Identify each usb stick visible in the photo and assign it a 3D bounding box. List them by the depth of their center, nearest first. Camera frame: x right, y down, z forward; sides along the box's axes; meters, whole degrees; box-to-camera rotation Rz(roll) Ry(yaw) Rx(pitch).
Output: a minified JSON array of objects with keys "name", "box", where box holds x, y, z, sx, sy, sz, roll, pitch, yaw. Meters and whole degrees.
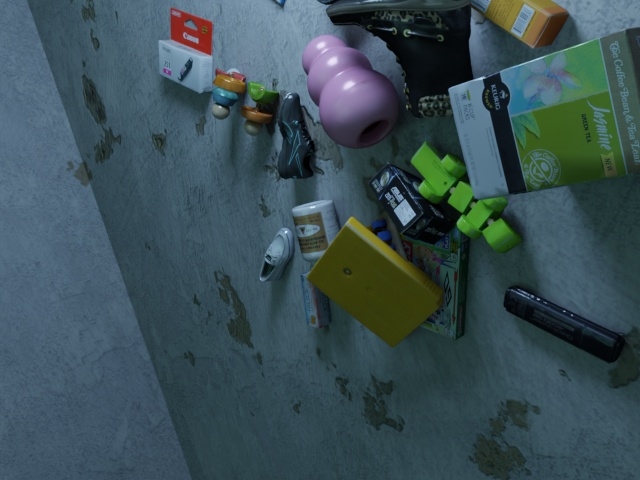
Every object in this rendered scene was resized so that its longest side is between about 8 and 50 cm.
[{"name":"usb stick","box":[0.544,0.186,1.411,0.278,0.045,0.077,28,132,38]}]

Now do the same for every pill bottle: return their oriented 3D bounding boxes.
[{"name":"pill bottle","box":[0.000,0.000,1.881,0.131,0.131,0.229,-4,103,49]}]

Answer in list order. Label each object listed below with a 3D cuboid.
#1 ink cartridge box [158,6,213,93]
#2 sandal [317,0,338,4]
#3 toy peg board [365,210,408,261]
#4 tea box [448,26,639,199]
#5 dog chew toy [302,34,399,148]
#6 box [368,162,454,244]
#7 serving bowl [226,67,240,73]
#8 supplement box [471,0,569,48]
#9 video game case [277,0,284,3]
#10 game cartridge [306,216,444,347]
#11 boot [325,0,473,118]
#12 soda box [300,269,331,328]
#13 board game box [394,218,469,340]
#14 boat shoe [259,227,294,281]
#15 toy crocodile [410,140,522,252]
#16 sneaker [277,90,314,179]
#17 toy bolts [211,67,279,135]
[{"name":"ink cartridge box","box":[-0.479,-0.674,2.201,0.275,0.060,0.238,31,128,37]},{"name":"sandal","box":[0.078,-0.766,1.446,0.167,0.107,0.445,52,128,21]},{"name":"toy peg board","box":[0.151,0.025,1.711,0.160,0.079,0.161,132,123,-62]},{"name":"tea box","box":[0.471,-0.226,1.101,0.324,0.329,0.219,-9,98,50]},{"name":"dog chew toy","box":[0.060,-0.398,1.607,0.331,0.207,0.206,60,140,24]},{"name":"box","box":[0.224,-0.089,1.536,0.077,0.147,0.180,-46,52,24]},{"name":"serving bowl","box":[-0.295,-0.531,2.075,0.083,0.027,0.083,23,123,42]},{"name":"supplement box","box":[0.387,-0.491,1.284,0.233,0.078,0.080,48,139,25]},{"name":"video game case","box":[-0.145,-0.784,1.811,0.166,0.015,0.119,46,134,26]},{"name":"game cartridge","box":[0.144,0.120,1.683,0.324,0.052,0.285,38,139,2]},{"name":"boot","box":[0.192,-0.434,1.428,0.378,0.138,0.284,11,133,40]},{"name":"soda box","box":[-0.015,0.191,2.033,0.063,0.058,0.183,10,112,46]},{"name":"board game box","box":[0.290,0.085,1.656,0.214,0.046,0.317,18,118,43]},{"name":"boat shoe","box":[-0.152,0.059,2.119,0.083,0.076,0.226,40,132,31]},{"name":"toy crocodile","box":[0.343,-0.108,1.481,0.340,0.105,0.115,49,121,28]},{"name":"sneaker","box":[-0.066,-0.313,1.876,0.106,0.101,0.267,10,114,22]},{"name":"toy bolts","box":[-0.280,-0.434,1.958,0.228,0.218,0.158,35,115,38]}]
